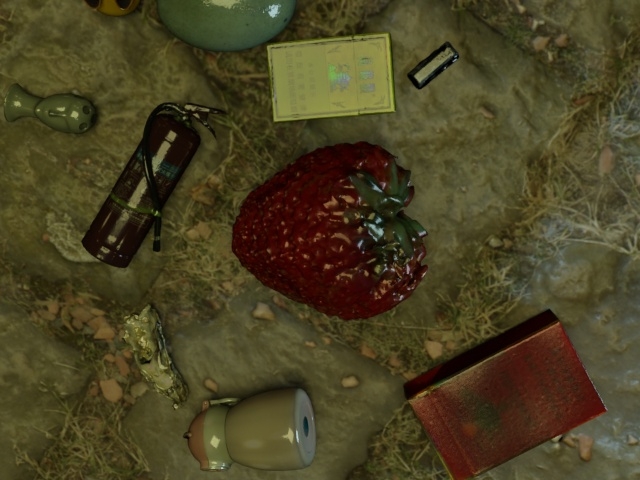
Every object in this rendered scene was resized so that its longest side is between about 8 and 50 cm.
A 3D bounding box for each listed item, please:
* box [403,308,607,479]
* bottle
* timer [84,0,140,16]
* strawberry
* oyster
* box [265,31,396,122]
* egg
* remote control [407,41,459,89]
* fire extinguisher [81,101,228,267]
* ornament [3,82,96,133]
[{"bbox_3d":[0.337,0.290,1.505,0.313,0.089,0.197,-29,98,6],"label":"box"},{"bbox_3d":[-0.137,0.359,1.516,0.236,0.147,0.147,-9,99,12],"label":"bottle"},{"bbox_3d":[-0.361,-0.453,1.430,0.107,0.109,0.107,2,129,3],"label":"timer"},{"bbox_3d":[0.000,0.000,1.405,0.351,0.267,0.312,-9,105,29],"label":"strawberry"},{"bbox_3d":[-0.315,0.219,1.553,0.106,0.061,0.200,-4,97,21],"label":"oyster"},{"bbox_3d":[0.020,-0.287,1.441,0.220,0.064,0.141,-5,99,5],"label":"box"},{"bbox_3d":[-0.158,-0.405,1.377,0.236,0.169,0.169,-3,99,4],"label":"egg"},{"bbox_3d":[0.201,-0.312,1.453,0.096,0.014,0.039,-39,95,7],"label":"remote control"},{"bbox_3d":[-0.294,-0.108,1.467,0.141,0.105,0.341,31,100,-17],"label":"fire extinguisher"},{"bbox_3d":[-0.483,-0.233,1.467,0.156,0.081,0.075,13,102,5],"label":"ornament"}]
